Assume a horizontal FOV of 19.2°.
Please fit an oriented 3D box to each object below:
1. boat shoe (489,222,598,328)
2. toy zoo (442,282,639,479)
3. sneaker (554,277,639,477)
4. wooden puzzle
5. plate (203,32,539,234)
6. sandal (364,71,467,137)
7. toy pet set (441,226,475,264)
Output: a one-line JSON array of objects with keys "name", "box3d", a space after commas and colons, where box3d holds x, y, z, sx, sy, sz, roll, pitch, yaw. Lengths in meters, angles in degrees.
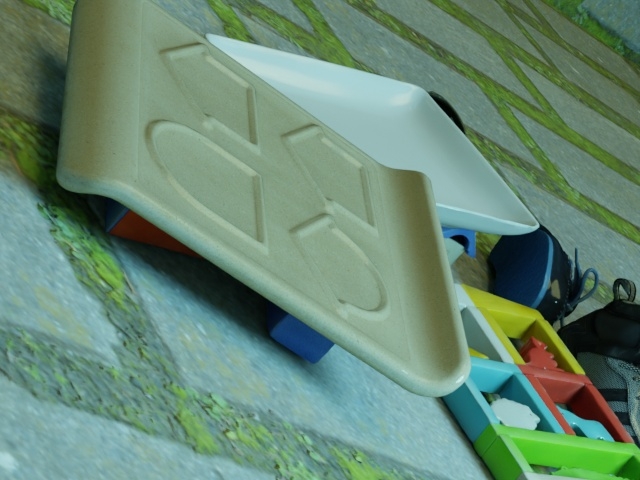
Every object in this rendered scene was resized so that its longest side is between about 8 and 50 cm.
[{"name": "boat shoe", "box3d": [0.240, 0.039, 1.961, 0.089, 0.109, 0.258, 39, 19, -9]}, {"name": "toy zoo", "box3d": [0.170, 0.125, 1.667, 0.192, 0.030, 0.293, 13, 33, -40]}, {"name": "sneaker", "box3d": [0.302, 0.152, 1.743, 0.101, 0.153, 0.268, 25, 24, -45]}, {"name": "wooden puzzle", "box3d": [-0.056, -0.033, 1.489, 0.348, 0.080, 0.322, 30, 26, -21]}, {"name": "plate", "box3d": [0.041, -0.093, 1.834, 0.277, 0.045, 0.278, 11, 27, -34]}, {"name": "sandal", "box3d": [0.122, -0.110, 2.067, 0.120, 0.086, 0.303, 32, 11, -34]}, {"name": "toy pet set", "box3d": [0.105, -0.030, 1.892, 0.122, 0.065, 0.114, 28, 22, -40]}]
